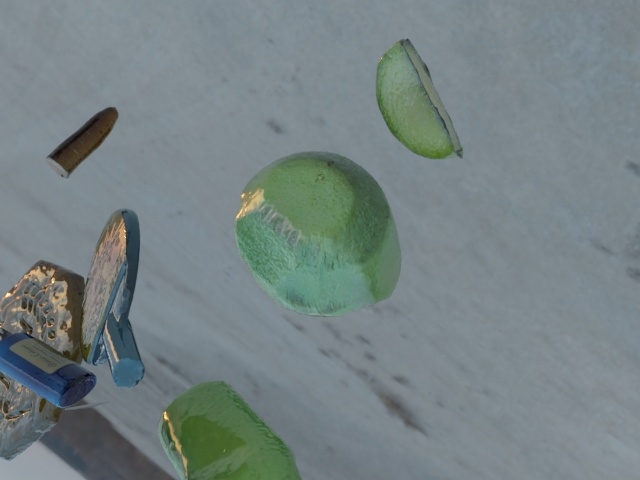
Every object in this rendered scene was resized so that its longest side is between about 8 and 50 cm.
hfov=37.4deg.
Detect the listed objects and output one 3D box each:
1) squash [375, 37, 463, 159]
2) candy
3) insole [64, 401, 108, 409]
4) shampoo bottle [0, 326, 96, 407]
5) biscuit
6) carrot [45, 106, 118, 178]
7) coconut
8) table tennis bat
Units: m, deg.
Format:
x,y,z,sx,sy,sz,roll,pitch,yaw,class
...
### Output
x,y,z,sx,sy,sz,roll,pitch,yaw,class
0.137,-0.193,1.391,0.191,0.085,0.184,64,-167,-1,squash
-0.114,0.307,1.265,0.343,0.142,0.131,35,146,61,candy
-0.482,0.341,1.949,0.053,0.002,0.153,-5,175,9,insole
-0.436,0.189,1.442,0.183,0.087,0.050,25,117,22,shampoo bottle
-0.518,0.203,1.649,0.046,0.359,0.359,25,174,-39,biscuit
-0.364,-0.158,1.475,0.048,0.139,0.048,36,159,16,carrot
0.000,0.000,1.695,0.329,0.281,0.328,18,154,9,coconut
-0.280,0.083,1.276,0.044,0.215,0.329,15,-157,-25,table tennis bat
